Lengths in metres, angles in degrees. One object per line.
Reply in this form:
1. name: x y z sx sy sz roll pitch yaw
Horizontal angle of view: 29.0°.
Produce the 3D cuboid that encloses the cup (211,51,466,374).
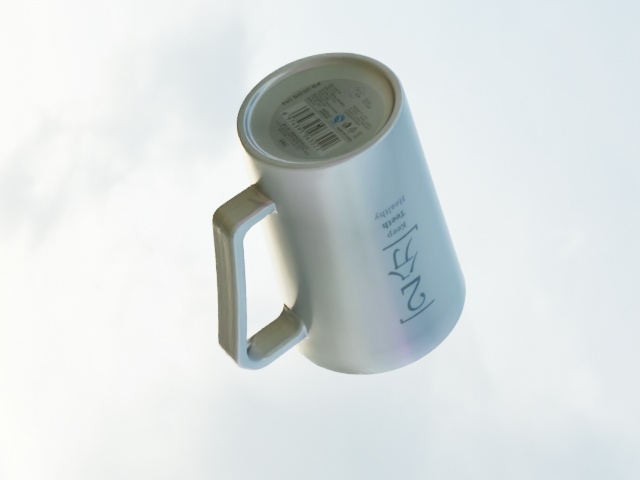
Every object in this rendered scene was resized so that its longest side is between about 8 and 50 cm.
1. cup: 0.000 0.000 0.468 0.104 0.116 0.074 -35 -131 -14
